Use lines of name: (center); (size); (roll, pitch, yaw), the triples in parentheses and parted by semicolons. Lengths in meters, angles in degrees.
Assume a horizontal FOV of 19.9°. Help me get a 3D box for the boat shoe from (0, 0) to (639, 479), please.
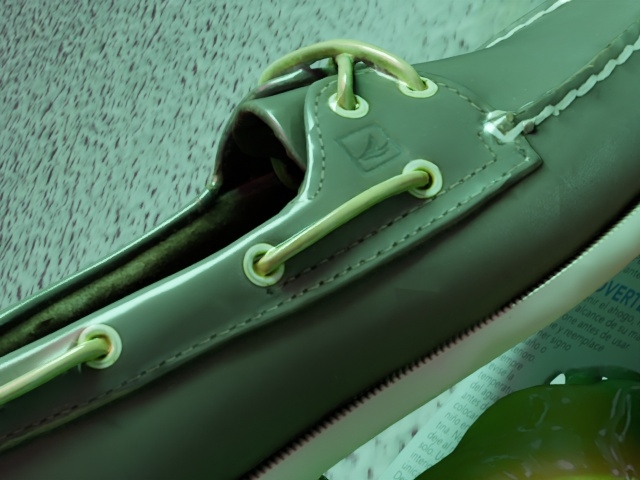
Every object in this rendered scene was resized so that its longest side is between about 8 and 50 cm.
boat shoe: (0.000, 0.000, 0.551); (0.324, 0.096, 0.116); (-38, 17, -15)

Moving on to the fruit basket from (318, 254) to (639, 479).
fruit basket: (0.135, 0.092, 0.524); (0.353, 0.165, 0.327); (-46, 30, -10)
